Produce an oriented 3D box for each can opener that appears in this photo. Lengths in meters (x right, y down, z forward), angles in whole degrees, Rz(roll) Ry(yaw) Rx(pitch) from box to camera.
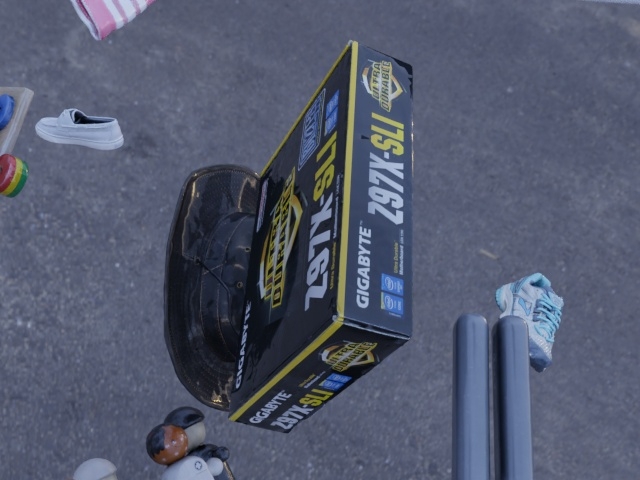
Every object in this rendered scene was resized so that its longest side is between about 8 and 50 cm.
[{"bbox_3d":[0.145,0.205,0.729,0.074,0.093,0.280,3,75,-3],"label":"can opener"}]

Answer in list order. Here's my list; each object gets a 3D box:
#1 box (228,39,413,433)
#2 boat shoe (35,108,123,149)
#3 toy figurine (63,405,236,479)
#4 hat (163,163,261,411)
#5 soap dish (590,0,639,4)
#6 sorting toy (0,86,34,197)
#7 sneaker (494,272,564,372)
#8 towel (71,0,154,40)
[{"bbox_3d":[0.000,0.000,0.843,0.079,0.257,0.322,18,55,-20],"label":"box"},{"bbox_3d":[-0.454,-0.214,1.547,0.184,0.063,0.066,15,34,24],"label":"boat shoe"},{"bbox_3d":[-0.215,0.306,1.015,0.213,0.209,0.148,-28,82,-2],"label":"toy figurine"},{"bbox_3d":[-0.066,0.053,1.065,0.134,0.331,0.331,-8,33,29],"label":"hat"},{"bbox_3d":[0.325,-0.423,1.066,0.291,0.229,0.118,14,65,30],"label":"soap dish"},{"bbox_3d":[-0.429,-0.134,1.022,0.275,0.132,0.046,11,-11,45],"label":"sorting toy"},{"bbox_3d":[0.431,0.149,1.673,0.110,0.122,0.283,46,20,-20],"label":"sneaker"},{"bbox_3d":[-0.132,-0.259,0.622,0.029,0.144,0.197,11,47,39],"label":"towel"}]
